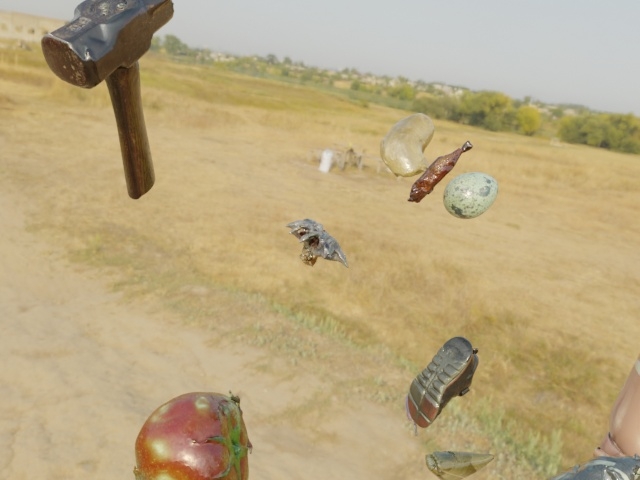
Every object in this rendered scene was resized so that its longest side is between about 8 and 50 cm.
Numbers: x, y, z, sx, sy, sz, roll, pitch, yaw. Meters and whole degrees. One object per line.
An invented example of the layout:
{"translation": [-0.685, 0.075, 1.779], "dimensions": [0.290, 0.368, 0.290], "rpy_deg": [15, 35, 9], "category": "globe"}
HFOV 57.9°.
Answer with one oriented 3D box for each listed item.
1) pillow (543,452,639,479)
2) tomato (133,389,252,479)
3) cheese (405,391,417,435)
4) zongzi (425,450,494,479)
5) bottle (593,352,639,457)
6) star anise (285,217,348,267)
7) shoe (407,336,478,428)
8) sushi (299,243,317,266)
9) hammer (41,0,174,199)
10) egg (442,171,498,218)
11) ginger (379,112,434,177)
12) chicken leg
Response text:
{"translation": [0.267, 0.369, 0.735], "dimensions": [0.335, 0.161, 0.092], "rpy_deg": [-22, 60, -10], "category": "pillow"}
{"translation": [-0.308, 0.514, 1.398], "dimensions": [0.239, 0.303, 0.303], "rpy_deg": [-11, 13, 10], "category": "tomato"}
{"translation": [0.322, 0.595, 2.018], "dimensions": [0.042, 0.190, 0.105], "rpy_deg": [-5, 45, 11], "category": "cheese"}
{"translation": [0.409, 0.647, 1.699], "dimensions": [0.160, 0.176, 0.078], "rpy_deg": [46, 22, -46], "category": "zongzi"}
{"translation": [0.676, 0.363, 1.177], "dimensions": [0.207, 0.296, 0.173], "rpy_deg": [5, 24, -30], "category": "bottle"}
{"translation": [0.000, 0.000, 1.478], "dimensions": [0.181, 0.061, 0.204], "rpy_deg": [36, 10, -11], "category": "star anise"}
{"translation": [0.365, 0.415, 1.695], "dimensions": [0.137, 0.290, 0.114], "rpy_deg": [27, 9, -46], "category": "shoe"}
{"translation": [-0.026, 0.022, 1.591], "dimensions": [0.052, 0.120, 0.055], "rpy_deg": [11, -28, 7], "category": "sushi"}
{"translation": [-0.344, -0.241, 1.054], "dimensions": [0.096, 0.408, 0.242], "rpy_deg": [20, 49, 13], "category": "hammer"}
{"translation": [0.440, -0.134, 1.690], "dimensions": [0.172, 0.132, 0.132], "rpy_deg": [-24, 24, -10], "category": "egg"}
{"translation": [0.256, -0.281, 1.711], "dimensions": [0.152, 0.267, 0.138], "rpy_deg": [26, -33, -17], "category": "ginger"}
{"translation": [0.306, -0.179, 1.511], "dimensions": [0.048, 0.219, 0.089], "rpy_deg": [44, 19, 8], "category": "chicken leg"}
